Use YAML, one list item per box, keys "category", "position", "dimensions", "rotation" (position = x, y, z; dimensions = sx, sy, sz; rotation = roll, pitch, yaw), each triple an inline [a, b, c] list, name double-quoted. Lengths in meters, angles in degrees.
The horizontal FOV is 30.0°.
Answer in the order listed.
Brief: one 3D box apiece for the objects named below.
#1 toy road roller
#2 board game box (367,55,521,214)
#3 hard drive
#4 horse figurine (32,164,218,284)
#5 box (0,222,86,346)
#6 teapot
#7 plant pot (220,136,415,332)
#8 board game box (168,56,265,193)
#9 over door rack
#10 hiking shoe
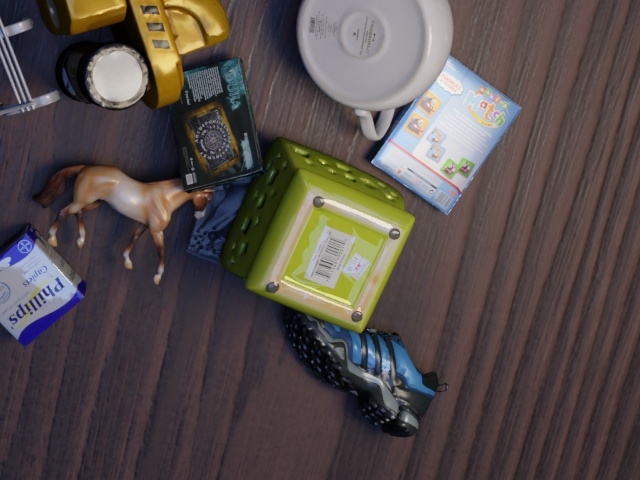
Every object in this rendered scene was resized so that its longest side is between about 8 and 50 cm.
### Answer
- category: "toy road roller"
  position: [-0.280, -0.351, 1.718]
  dimensions: [0.240, 0.202, 0.330]
  rotation: [-23, 108, -20]
- category: "board game box"
  position: [0.200, -0.173, 1.928]
  dimensions: [0.160, 0.039, 0.211]
  rotation: [33, 96, -17]
- category: "hard drive"
  position: [-0.073, -0.027, 1.904]
  dimensions: [0.254, 0.054, 0.172]
  rotation: [15, 100, -14]
- category: "horse figurine"
  position: [-0.309, -0.049, 1.822]
  dimensions: [0.263, 0.066, 0.175]
  rotation: [21, 105, -6]
- category: "box"
  position: [-0.454, 0.069, 1.846]
  dimensions: [0.126, 0.072, 0.137]
  rotation: [-40, 108, 1]
- category: "teapot"
  position: [0.097, -0.316, 1.805]
  dimensions: [0.256, 0.187, 0.252]
  rotation: [-35, 89, 27]
- category: "plant pot"
  position: [0.000, 0.000, 1.788]
  dimensions: [0.227, 0.207, 0.228]
  rotation: [23, 99, -16]
- category: "board game box"
  position: [-0.161, -0.175, 1.806]
  dimensions: [0.126, 0.026, 0.186]
  rotation: [-13, 77, 8]
- category: "over door rack"
  position: [-0.564, -0.272, 1.734]
  dimensions: [0.324, 0.108, 0.240]
  rotation: [-16, 106, 8]
- category: "hiking shoe"
  position: [0.066, 0.188, 1.975]
  dimensions: [0.304, 0.113, 0.132]
  rotation: [45, 62, -11]
